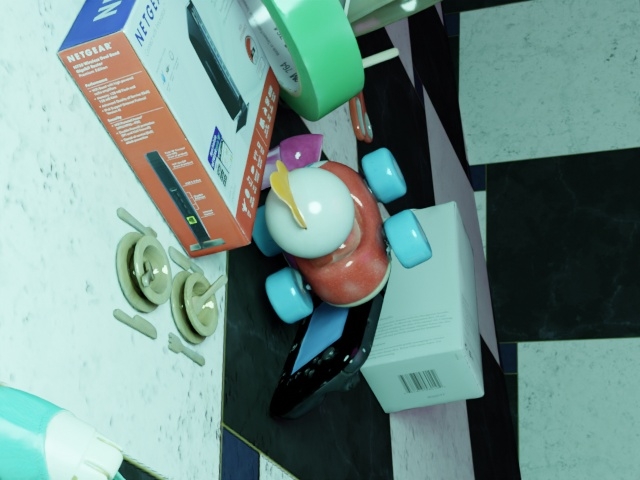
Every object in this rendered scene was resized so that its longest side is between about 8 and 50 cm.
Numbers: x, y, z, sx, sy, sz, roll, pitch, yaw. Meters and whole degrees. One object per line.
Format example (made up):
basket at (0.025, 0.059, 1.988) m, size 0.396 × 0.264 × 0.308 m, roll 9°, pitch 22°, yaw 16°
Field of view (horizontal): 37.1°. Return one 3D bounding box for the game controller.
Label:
game controller at (0.018, 0.122, 1.329) m, size 0.067 × 0.166 × 0.319 m, roll 52°, pitch 25°, yaw -15°

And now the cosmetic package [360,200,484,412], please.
cosmetic package at (0.188, 0.118, 1.787) m, size 0.366 × 0.196 × 0.155 m, roll -83°, pitch 153°, yaw -44°

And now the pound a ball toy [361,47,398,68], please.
pound a ball toy at (0.070, -0.426, 1.801) m, size 0.319 × 0.135 × 0.208 m, roll -27°, pitch 110°, yaw -31°

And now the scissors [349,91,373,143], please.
scissors at (0.077, -0.347, 2.062) m, size 0.109 × 0.021 × 0.297 m, roll 29°, pitch 52°, yaw -64°

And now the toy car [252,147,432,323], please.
toy car at (-0.008, -0.042, 1.220) m, size 0.238 × 0.219 × 0.210 m, roll 48°, pitch 21°, yaw -56°

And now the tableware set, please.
tableware set at (-0.157, 0.051, 1.047) m, size 0.194 × 0.039 × 0.128 m, roll 46°, pitch 35°, yaw -57°

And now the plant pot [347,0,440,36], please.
plant pot at (0.106, -0.521, 1.565) m, size 0.281 × 0.323 × 0.323 m, roll 66°, pitch 19°, yaw -5°

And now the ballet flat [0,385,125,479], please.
ballet flat at (-0.186, 0.200, 0.777) m, size 0.083 × 0.087 × 0.247 m, roll -80°, pitch 150°, yaw -51°

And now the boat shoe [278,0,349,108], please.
boat shoe at (-0.017, -0.362, 1.461) m, size 0.095 × 0.112 × 0.335 m, roll -9°, pitch 108°, yaw -31°

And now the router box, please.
router box at (-0.160, -0.200, 1.149) m, size 0.336 × 0.082 × 0.301 m, roll -83°, pitch 153°, yaw -47°

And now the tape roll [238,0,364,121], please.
tape roll at (-0.062, -0.314, 1.282) m, size 0.321 × 0.077 × 0.321 m, roll 54°, pitch -9°, yaw 12°

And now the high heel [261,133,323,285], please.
high heel at (-0.012, -0.040, 1.414) m, size 0.082 × 0.117 × 0.244 m, roll -84°, pitch 153°, yaw -68°
